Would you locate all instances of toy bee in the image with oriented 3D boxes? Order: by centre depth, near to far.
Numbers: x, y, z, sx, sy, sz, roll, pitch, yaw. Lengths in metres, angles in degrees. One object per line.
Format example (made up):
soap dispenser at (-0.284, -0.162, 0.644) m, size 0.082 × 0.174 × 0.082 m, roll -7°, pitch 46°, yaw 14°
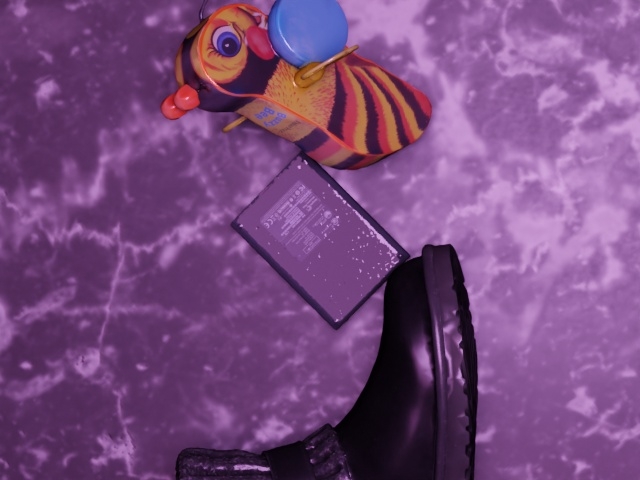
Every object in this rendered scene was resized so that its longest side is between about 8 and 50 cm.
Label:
toy bee at (-0.059, -0.140, 1.629) m, size 0.298 × 0.195 × 0.162 m, roll 30°, pitch 64°, yaw 5°

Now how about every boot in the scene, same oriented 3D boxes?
boot at (0.002, 0.174, 1.650) m, size 0.260 × 0.131 × 0.348 m, roll 1°, pitch 91°, yaw 7°

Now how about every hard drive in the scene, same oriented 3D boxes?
hard drive at (0.000, 0.000, 1.704) m, size 0.135 × 0.022 × 0.094 m, roll 45°, pitch 95°, yaw 5°
